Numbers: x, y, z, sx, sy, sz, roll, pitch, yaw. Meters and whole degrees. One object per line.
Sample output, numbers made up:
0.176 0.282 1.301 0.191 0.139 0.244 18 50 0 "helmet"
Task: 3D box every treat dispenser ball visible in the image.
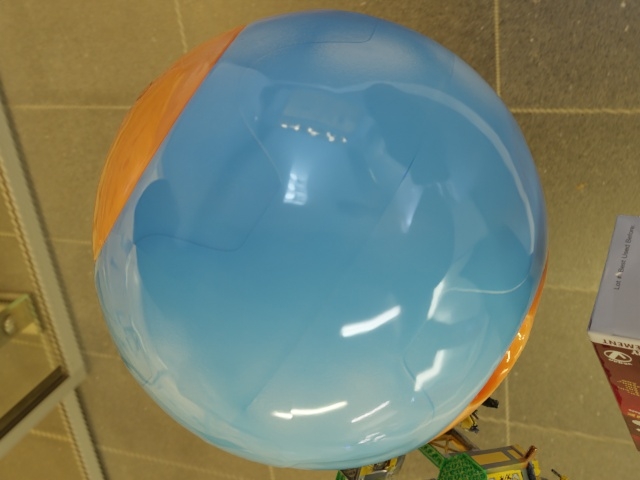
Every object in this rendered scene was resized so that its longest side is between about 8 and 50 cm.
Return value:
0.000 0.000 0.515 0.288 0.288 0.288 12 122 20 "treat dispenser ball"

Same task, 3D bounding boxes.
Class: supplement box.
0.244 0.078 0.462 0.130 0.073 0.239 9 158 32 "supplement box"

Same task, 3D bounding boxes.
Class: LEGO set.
0.131 0.279 0.776 0.255 0.192 0.332 23 107 54 "LEGO set"
